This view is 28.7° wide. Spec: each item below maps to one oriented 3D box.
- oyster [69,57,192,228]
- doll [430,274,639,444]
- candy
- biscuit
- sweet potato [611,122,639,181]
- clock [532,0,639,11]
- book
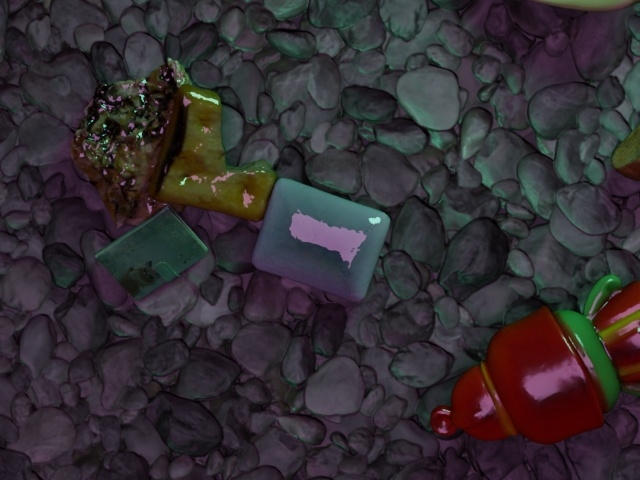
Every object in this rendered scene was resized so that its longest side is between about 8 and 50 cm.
[{"bbox_3d":[-0.252,-0.129,1.788,0.214,0.083,0.223,-20,101,13],"label":"oyster"},{"bbox_3d":[0.317,0.184,1.705,0.363,0.160,0.182,-25,101,11],"label":"doll"},{"bbox_3d":[0.000,0.000,1.770,0.174,0.071,0.138,19,101,6],"label":"candy"},{"bbox_3d":[-0.138,-0.115,1.754,0.183,0.039,0.174,16,108,-19],"label":"biscuit"},{"bbox_3d":[0.519,-0.104,1.669,0.252,0.097,0.097,11,99,8],"label":"sweet potato"},{"bbox_3d":[0.291,-0.427,1.620,0.308,0.096,0.235,13,115,34],"label":"clock"},{"bbox_3d":[-0.243,0.021,1.816,0.135,0.017,0.103,-33,117,12],"label":"book"}]
